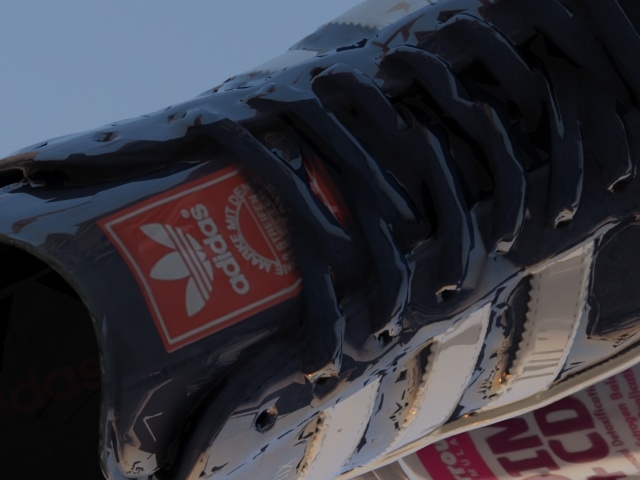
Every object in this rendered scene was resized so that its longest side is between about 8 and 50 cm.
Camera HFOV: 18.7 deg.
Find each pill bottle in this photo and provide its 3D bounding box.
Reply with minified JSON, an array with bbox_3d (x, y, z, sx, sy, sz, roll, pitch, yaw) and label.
[{"bbox_3d":[0.127,0.063,1.052,0.283,0.160,0.160,-16,-84,37],"label":"pill bottle"}]

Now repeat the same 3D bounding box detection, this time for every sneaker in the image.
[{"bbox_3d":[0.000,0.000,0.504,0.350,0.148,0.131,-35,-105,9],"label":"sneaker"}]
